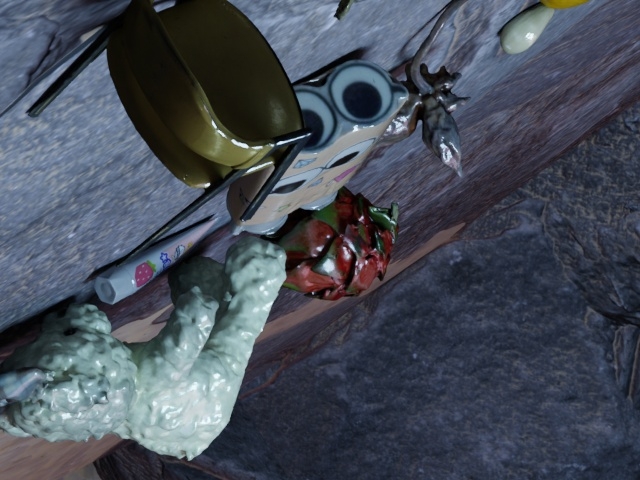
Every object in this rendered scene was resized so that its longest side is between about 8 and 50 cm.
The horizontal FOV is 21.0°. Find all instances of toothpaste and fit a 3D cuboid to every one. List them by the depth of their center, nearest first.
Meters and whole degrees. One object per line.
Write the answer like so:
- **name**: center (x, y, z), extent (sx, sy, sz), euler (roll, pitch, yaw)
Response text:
- **toothpaste**: center (-0.203, 0.023, 2.162), extent (0.194, 0.043, 0.067), euler (-33, 173, -43)

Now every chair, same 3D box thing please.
- **chair**: center (-0.099, -0.107, 1.312), extent (0.172, 0.158, 0.247), euler (-24, 170, -38)

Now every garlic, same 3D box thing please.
- **garlic**: center (0.261, -0.268, 2.184), extent (0.083, 0.041, 0.053), euler (-42, 175, 13)

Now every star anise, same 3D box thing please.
- **star anise**: center (0.138, -0.182, 1.945), extent (0.218, 0.148, 0.227), euler (-37, 163, -4)

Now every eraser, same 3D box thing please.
- **eraser**: center (-0.015, -0.100, 1.944), extent (0.171, 0.087, 0.290), euler (-25, 170, -18)

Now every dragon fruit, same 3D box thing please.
- **dragon fruit**: center (0.009, 0.003, 2.421), extent (0.182, 0.189, 0.182), euler (-54, 158, -33)

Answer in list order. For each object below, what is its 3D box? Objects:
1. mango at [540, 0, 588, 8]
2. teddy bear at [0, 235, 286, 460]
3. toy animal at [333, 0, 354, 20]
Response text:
- **mango**: center (0.296, -0.315, 1.870), extent (0.184, 0.085, 0.102), euler (-40, 173, -31)
- **teddy bear**: center (-0.267, 0.112, 2.187), extent (0.362, 0.375, 0.327), euler (28, 151, -30)
- **toy animal**: center (-0.003, -0.236, 1.195), extent (0.186, 0.093, 0.214), euler (-42, 161, 29)
